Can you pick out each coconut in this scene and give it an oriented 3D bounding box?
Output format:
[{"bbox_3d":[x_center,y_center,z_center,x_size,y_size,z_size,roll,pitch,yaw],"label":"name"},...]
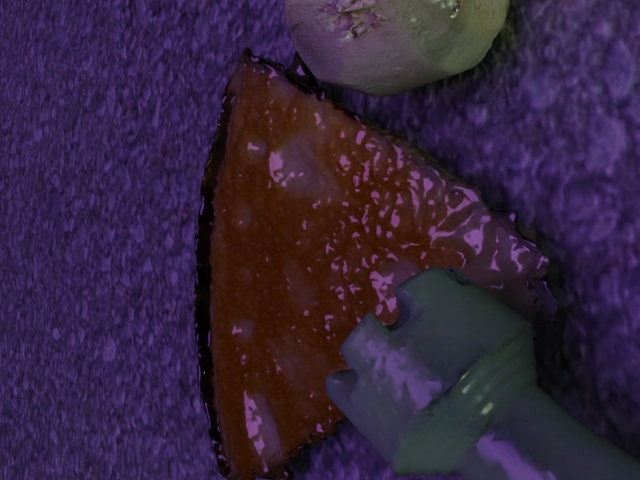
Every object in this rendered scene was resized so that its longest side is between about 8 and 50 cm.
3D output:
[{"bbox_3d":[0.045,-0.193,0.518,0.183,0.171,0.170,-5,84,41],"label":"coconut"}]

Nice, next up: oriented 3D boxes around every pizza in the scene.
[{"bbox_3d":[-0.024,0.000,0.639,0.435,0.080,0.391,-40,63,35],"label":"pizza"}]

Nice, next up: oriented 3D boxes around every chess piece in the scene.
[{"bbox_3d":[0.143,0.146,0.358,0.299,0.195,0.194,42,117,29],"label":"chess piece"}]
